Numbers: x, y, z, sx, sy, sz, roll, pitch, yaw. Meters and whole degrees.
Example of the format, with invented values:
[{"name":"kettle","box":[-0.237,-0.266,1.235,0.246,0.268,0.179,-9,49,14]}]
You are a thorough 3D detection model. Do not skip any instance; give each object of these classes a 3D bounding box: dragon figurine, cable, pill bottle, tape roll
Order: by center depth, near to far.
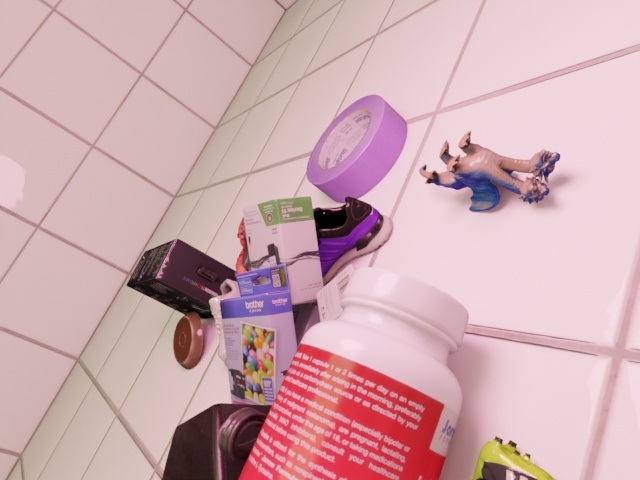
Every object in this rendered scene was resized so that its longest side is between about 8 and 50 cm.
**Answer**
[{"name":"pill bottle","box":[0.043,0.252,0.618,0.229,0.229,0.407,-2,59,57]},{"name":"cable","box":[-0.063,0.282,0.746,0.072,0.287,0.139,20,104,35]},{"name":"dragon figurine","box":[0.265,-0.104,0.809,0.085,0.144,0.289,-63,10,-11]},{"name":"tape roll","box":[0.087,-0.234,1.221,0.275,0.090,0.274,-38,32,29]}]

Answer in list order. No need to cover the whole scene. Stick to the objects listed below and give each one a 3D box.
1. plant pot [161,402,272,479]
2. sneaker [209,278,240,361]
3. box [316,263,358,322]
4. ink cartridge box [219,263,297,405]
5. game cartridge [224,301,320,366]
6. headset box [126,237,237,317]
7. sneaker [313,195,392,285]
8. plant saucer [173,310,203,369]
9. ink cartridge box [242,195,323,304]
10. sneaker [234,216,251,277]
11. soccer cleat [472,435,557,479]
[{"name":"plant pot","box":[-0.147,0.371,0.786,0.188,0.187,0.167,-38,50,30]},{"name":"sneaker","box":[-0.246,0.200,1.241,0.090,0.115,0.232,-36,33,32]},{"name":"box","box":[0.059,0.122,0.883,0.102,0.087,0.101,-44,30,22]},{"name":"ink cartridge box","box":[-0.118,0.210,0.926,0.186,0.065,0.311,-14,80,49]},{"name":"game cartridge","box":[-0.106,0.225,1.067,0.294,0.060,0.196,-13,45,52]},{"name":"headset box","box":[-0.394,0.122,1.414,0.283,0.246,0.131,-15,49,52]},{"name":"sneaker","box":[0.000,-0.001,1.043,0.293,0.146,0.102,-38,33,29]},{"name":"plant saucer","box":[-0.393,0.291,1.401,0.168,0.029,0.168,-16,68,48]},{"name":"ink cartridge box","box":[-0.078,0.024,0.980,0.153,0.087,0.208,-8,90,55]},{"name":"sneaker","box":[-0.170,0.001,1.359,0.135,0.098,0.276,-41,33,26]},{"name":"soccer cleat","box":[0.229,0.277,0.495,0.072,0.060,0.179,-66,22,0]}]
